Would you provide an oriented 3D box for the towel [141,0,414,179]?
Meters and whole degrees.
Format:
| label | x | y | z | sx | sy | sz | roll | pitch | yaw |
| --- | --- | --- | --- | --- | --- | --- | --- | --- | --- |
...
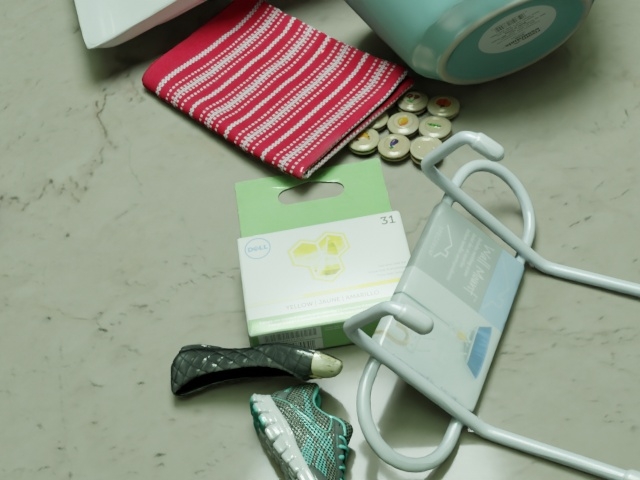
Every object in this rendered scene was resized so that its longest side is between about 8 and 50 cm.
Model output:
| label | x | y | z | sx | sy | sz | roll | pitch | yaw |
| --- | --- | --- | --- | --- | --- | --- | --- | --- | --- |
| towel | -0.056 | -0.189 | 1.260 | 0.275 | 0.031 | 0.199 | 32 | 63 | 31 |

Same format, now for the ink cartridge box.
| label | x | y | z | sx | sy | sz | roll | pitch | yaw |
| --- | --- | --- | --- | --- | --- | --- | --- | --- | --- |
| ink cartridge box | 0.000 | 0.000 | 1.107 | 0.171 | 0.056 | 0.235 | -10 | 54 | -1 |

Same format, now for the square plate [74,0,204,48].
| label | x | y | z | sx | sy | sz | roll | pitch | yaw |
| --- | --- | --- | --- | --- | --- | --- | --- | --- | --- |
| square plate | -0.162 | -0.398 | 1.374 | 0.347 | 0.049 | 0.344 | -27 | 45 | 3 |

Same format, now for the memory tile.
| label | x | y | z | sx | sy | sz | roll | pitch | yaw |
| --- | --- | --- | --- | --- | --- | --- | --- | --- | --- |
| memory tile | 0.077 | -0.136 | 1.221 | 0.148 | 0.012 | 0.113 | 12 | 53 | 16 |

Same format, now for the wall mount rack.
| label | x | y | z | sx | sy | sz | roll | pitch | yaw |
| --- | --- | --- | --- | --- | --- | --- | --- | --- | --- |
| wall mount rack | 0.190 | 0.074 | 0.993 | 0.304 | 0.130 | 0.350 | 36 | 58 | -15 |

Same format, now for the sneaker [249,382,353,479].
| label | x | y | z | sx | sy | sz | roll | pitch | yaw |
| --- | --- | --- | --- | --- | --- | --- | --- | --- | --- |
| sneaker | 0.001 | 0.190 | 0.959 | 0.076 | 0.065 | 0.166 | -23 | 55 | -16 |

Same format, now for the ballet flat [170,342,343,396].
| label | x | y | z | sx | sy | sz | roll | pitch | yaw |
| --- | --- | --- | --- | --- | --- | --- | --- | --- | --- |
| ballet flat | -0.060 | 0.124 | 1.013 | 0.173 | 0.057 | 0.049 | -4 | 64 | 22 |

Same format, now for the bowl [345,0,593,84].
| label | x | y | z | sx | sy | sz | roll | pitch | yaw |
| --- | --- | --- | --- | --- | --- | --- | --- | --- | --- |
| bowl | 0.179 | -0.285 | 1.180 | 0.312 | 0.311 | 0.163 | -18 | 73 | -8 |
